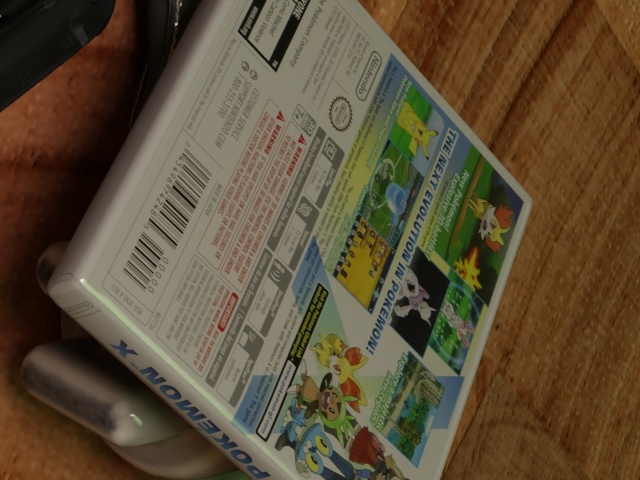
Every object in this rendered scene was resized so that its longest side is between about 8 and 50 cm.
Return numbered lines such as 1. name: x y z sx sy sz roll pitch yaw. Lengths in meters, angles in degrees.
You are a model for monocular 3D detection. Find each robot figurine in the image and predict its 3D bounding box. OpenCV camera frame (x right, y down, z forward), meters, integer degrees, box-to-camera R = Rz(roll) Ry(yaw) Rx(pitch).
1. robot figurine: -0.037 0.052 1.296 0.353 0.199 0.300 -5 116 -48

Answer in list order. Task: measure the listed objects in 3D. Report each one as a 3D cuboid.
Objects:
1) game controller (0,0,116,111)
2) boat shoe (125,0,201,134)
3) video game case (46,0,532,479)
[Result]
1. game controller: -0.255 -0.132 1.124 0.319 0.067 0.166 -44 114 -34
2. boat shoe: -0.096 -0.213 1.263 0.099 0.116 0.320 14 92 -18
3. video game case: 0.000 0.000 1.177 0.300 0.036 0.329 46 47 -27
